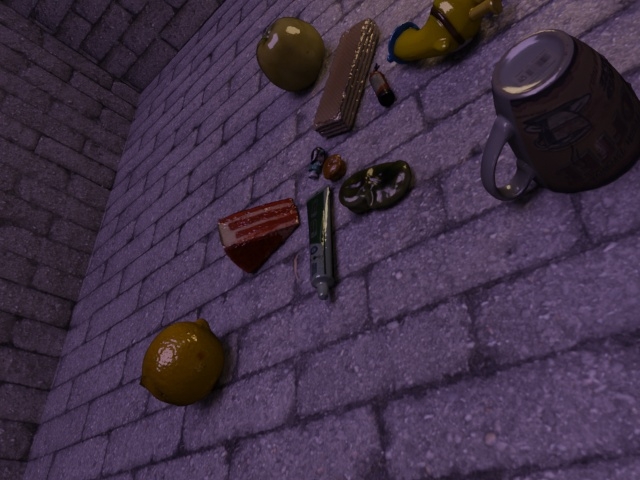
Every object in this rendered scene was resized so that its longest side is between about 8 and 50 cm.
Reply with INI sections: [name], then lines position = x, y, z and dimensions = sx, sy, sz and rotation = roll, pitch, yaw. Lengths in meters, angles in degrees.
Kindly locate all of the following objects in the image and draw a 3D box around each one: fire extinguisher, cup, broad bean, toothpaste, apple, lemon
[fire extinguisher]
position = 0.183, -0.479, 1.467
dimensions = 0.177, 0.050, 0.062
rotation = -103, 29, -42
[cup]
position = 0.401, -0.216, 0.880
dimensions = 0.301, 0.257, 0.227
rotation = -48, 36, 17
[broad bean]
position = 0.149, -0.146, 1.277
dimensions = 0.206, 0.072, 0.153
rotation = -21, 52, 24
[toothpaste]
position = 0.000, 0.000, 1.344
dimensions = 0.098, 0.061, 0.392
rotation = -32, 42, 31
[apple]
position = -0.114, -0.701, 1.809
dimensions = 0.262, 0.262, 0.262
rotation = -28, 47, 34
[lemon]
position = -0.402, 0.357, 1.420
dimensions = 0.228, 0.228, 0.254
rotation = 27, 86, 53

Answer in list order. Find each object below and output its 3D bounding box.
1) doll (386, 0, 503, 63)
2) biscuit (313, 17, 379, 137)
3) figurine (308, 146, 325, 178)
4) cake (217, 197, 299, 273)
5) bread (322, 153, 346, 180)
[doll]
position = 0.318, -0.573, 1.306
dimensions = 0.363, 0.145, 0.199
rotation = -14, 47, 49
[biscuit]
position = 0.086, -0.545, 1.598
dimensions = 0.144, 0.078, 0.426
rotation = -5, 62, 48
[figurine]
position = -0.014, -0.249, 1.542
dimensions = 0.060, 0.047, 0.106
rotation = 126, 159, -80
[cake]
position = -0.184, -0.009, 1.564
dimensions = 0.262, 0.160, 0.158
rotation = -17, 43, -4
[bread]
position = 0.040, -0.221, 1.457
dimensions = 0.081, 0.046, 0.083
rotation = -2, 66, 51
